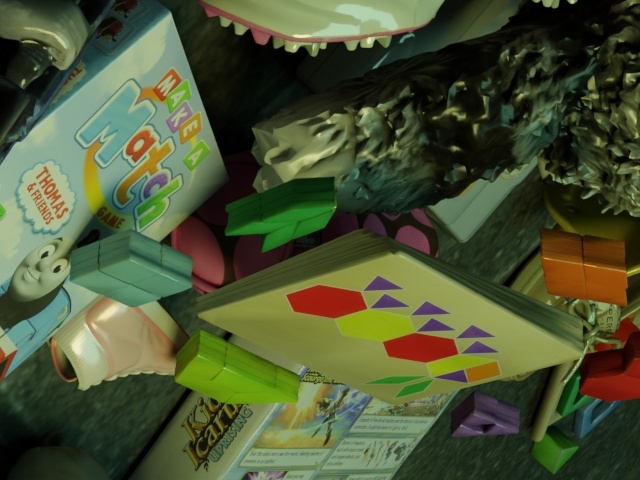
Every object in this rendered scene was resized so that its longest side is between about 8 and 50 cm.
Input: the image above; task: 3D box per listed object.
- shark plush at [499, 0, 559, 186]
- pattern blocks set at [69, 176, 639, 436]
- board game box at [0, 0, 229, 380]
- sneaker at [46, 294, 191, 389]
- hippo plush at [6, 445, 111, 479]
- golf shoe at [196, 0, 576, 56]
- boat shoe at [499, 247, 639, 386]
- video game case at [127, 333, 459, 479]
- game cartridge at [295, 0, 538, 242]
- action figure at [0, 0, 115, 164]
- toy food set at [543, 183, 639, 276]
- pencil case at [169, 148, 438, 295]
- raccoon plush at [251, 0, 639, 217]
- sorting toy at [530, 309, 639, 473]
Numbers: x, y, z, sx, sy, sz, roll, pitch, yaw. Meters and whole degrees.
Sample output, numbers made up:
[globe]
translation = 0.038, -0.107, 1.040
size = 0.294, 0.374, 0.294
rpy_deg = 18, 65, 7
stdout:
[shark plush]
translation = 0.124, -0.110, 1.133
size = 0.067, 0.073, 0.161
rpy_deg = -43, 140, -61
[pattern blocks set]
translation = 0.041, 0.043, 1.001
size = 0.285, 0.026, 0.325
rpy_deg = -13, 151, 29
[board game box]
translation = -0.146, -0.012, 0.935
size = 0.211, 0.039, 0.160
rpy_deg = -43, 154, -14
[sneaker]
translation = -0.116, 0.057, 1.069
size = 0.070, 0.051, 0.134
rpy_deg = -41, 154, -4
[hippo plush]
translation = -0.181, 0.277, 1.041
size = 0.236, 0.234, 0.294
rpy_deg = -38, -179, 4
[golf shoe]
translation = 0.076, -0.186, 0.935
size = 0.306, 0.115, 0.140
rpy_deg = -18, 119, -35
[boat shoe]
translation = 0.246, 0.028, 1.555
size = 0.285, 0.089, 0.104
rpy_deg = -40, 153, -18
[video game case]
translation = -0.032, 0.164, 1.334
size = 0.244, 0.061, 0.269
rpy_deg = -53, 155, 12
[game cartridge]
translation = 0.103, -0.119, 1.171
size = 0.198, 0.062, 0.297
rpy_deg = -46, 155, 2
[action figure]
translation = -0.176, -0.099, 0.703
size = 0.330, 0.178, 0.341
rpy_deg = -62, -178, 38
[toy food set]
translation = 0.259, 0.001, 1.462
size = 0.218, 0.128, 0.071
rpy_deg = -6, 128, -34
[pencil case]
translation = 0.000, 0.000, 1.133
size = 0.209, 0.095, 0.098
rpy_deg = 16, 92, -65
[raccoon plush]
translation = 0.211, -0.010, 1.055
size = 0.446, 0.299, 0.216
rpy_deg = -18, -164, 5
[sorting toy]
translation = 0.288, 0.096, 1.766
size = 0.196, 0.047, 0.348
rpy_deg = -31, 149, -33
